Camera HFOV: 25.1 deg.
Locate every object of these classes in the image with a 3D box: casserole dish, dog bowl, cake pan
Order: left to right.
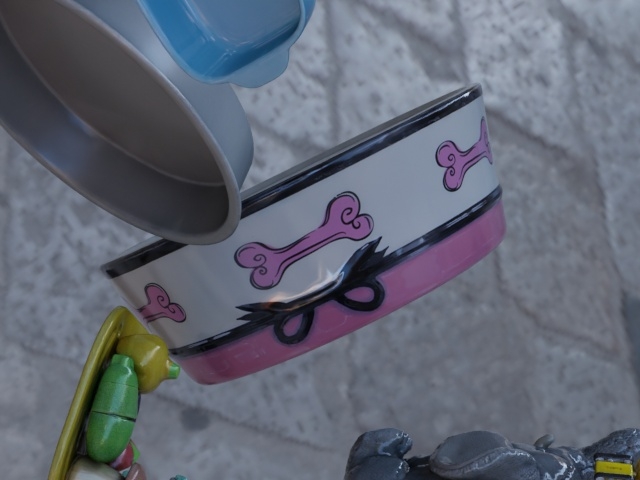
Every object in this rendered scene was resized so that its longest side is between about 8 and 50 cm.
[{"bbox_3d":[-0.168,-0.113,1.100,0.293,0.293,0.054,46,65,-18],"label":"cake pan"},{"bbox_3d":[-0.069,-0.174,0.796,0.037,0.114,0.188,-40,102,-44],"label":"casserole dish"},{"bbox_3d":[0.000,0.000,1.395,0.408,0.408,0.150,-31,97,-55],"label":"dog bowl"}]

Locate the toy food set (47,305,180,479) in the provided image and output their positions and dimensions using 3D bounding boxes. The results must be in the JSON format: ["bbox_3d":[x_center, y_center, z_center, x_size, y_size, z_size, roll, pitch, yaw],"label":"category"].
[{"bbox_3d":[-0.157,0.163,1.107,0.071,0.128,0.217,16,78,4],"label":"toy food set"}]

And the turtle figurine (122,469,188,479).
[{"bbox_3d":[-0.237,0.357,1.747,0.175,0.234,0.118,-20,101,-17],"label":"turtle figurine"}]

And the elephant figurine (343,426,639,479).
[{"bbox_3d":[0.142,0.221,1.220,0.169,0.239,0.186,50,38,-40],"label":"elephant figurine"}]

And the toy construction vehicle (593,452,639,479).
[{"bbox_3d":[0.263,0.212,1.130,0.098,0.035,0.086,4,46,2],"label":"toy construction vehicle"}]
